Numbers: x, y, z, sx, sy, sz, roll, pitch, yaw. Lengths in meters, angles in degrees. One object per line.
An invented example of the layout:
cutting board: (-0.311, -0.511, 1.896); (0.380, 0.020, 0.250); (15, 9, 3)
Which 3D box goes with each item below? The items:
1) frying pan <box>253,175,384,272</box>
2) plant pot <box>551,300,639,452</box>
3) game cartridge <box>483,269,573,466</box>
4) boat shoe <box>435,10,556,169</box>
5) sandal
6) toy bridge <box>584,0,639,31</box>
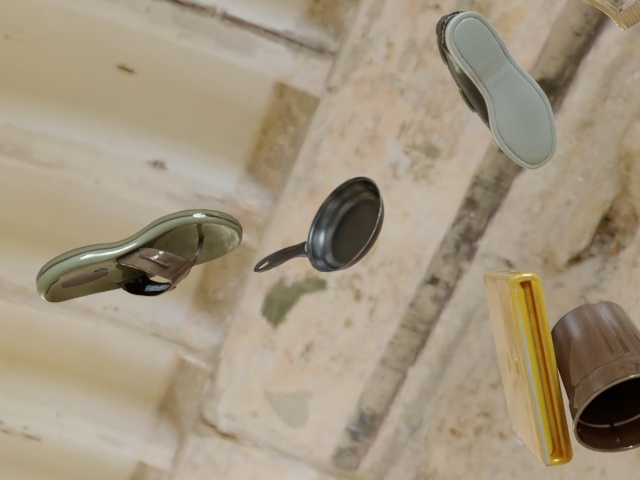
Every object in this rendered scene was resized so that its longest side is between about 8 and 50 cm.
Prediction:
frying pan: (0.008, 0.017, 2.040); (0.326, 0.053, 0.197); (-46, 36, 22)
plant pot: (0.412, 0.184, 1.546); (0.165, 0.167, 0.167); (-105, 31, -47)
game cartridge: (0.323, 0.188, 1.726); (0.324, 0.053, 0.285); (2, -102, -87)
boat shoe: (0.295, -0.255, 1.825); (0.114, 0.302, 0.091); (-32, 19, -5)
sandal: (-0.252, 0.043, 1.558); (0.120, 0.303, 0.086); (85, 163, -56)
toy bridge: (0.180, -0.236, 0.821); (0.063, 0.188, 0.026); (-32, 13, 36)
